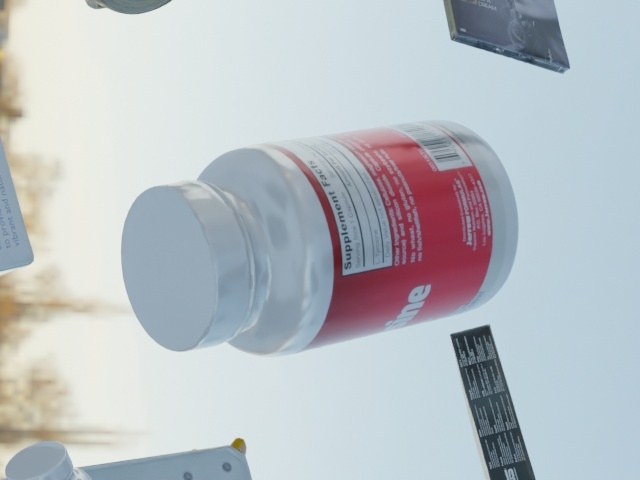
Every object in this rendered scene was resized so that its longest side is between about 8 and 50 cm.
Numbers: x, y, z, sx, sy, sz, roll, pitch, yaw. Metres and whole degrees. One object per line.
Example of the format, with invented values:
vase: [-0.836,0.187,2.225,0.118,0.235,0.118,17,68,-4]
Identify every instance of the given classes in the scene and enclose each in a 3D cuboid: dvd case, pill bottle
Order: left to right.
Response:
pill bottle: [-0.190,0.208,1.304,0.065,0.065,0.116,-114,-175,-63]
pill bottle: [0.000,0.000,1.924,0.229,0.407,0.229,16,-69,49]
dvd case: [0.205,-0.304,2.069,0.018,0.164,0.221,-45,-137,44]

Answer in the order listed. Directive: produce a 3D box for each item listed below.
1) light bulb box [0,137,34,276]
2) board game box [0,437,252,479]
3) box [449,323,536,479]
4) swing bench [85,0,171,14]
light bulb box: [-0.481,-0.016,1.351,0.358,0.361,0.225,-19,-94,46]
board game box: [-0.204,0.404,1.781,0.050,0.389,0.390,-47,125,-67]
box: [0.166,0.203,1.592,0.184,0.045,0.191,68,7,-53]
swing bench: [-0.205,-0.348,1.518,0.165,0.253,0.255,-2,116,-64]
